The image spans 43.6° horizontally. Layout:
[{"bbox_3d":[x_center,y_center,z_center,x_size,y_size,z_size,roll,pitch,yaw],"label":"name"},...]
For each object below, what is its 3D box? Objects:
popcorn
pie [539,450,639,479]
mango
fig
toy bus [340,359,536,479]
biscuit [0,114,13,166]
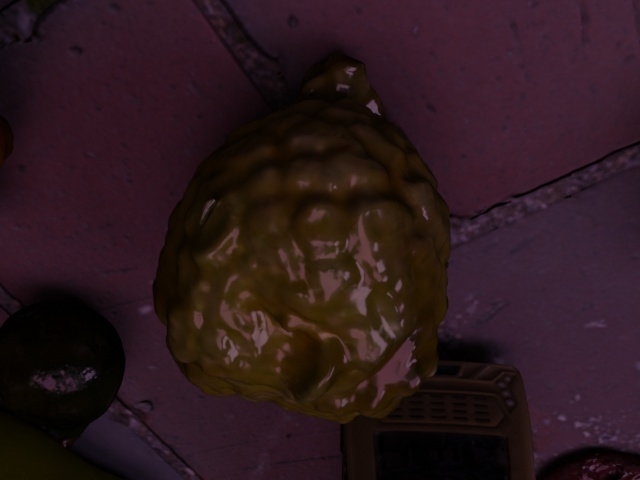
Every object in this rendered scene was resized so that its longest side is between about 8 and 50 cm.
[{"bbox_3d":[0.000,0.000,0.576,0.205,0.252,0.237,9,164,26],"label":"popcorn"},{"bbox_3d":[0.293,0.272,0.827,0.154,0.036,0.155,1,124,2],"label":"pie"},{"bbox_3d":[-0.308,0.268,0.814,0.293,0.143,0.175,29,117,-27],"label":"mango"},{"bbox_3d":[-0.238,0.130,0.736,0.117,0.117,0.177,10,141,-3],"label":"fig"},{"bbox_3d":[0.095,0.292,0.757,0.176,0.202,0.365,1,125,3],"label":"toy bus"},{"bbox_3d":[-0.368,-0.110,0.525,0.312,0.111,0.318,12,151,-2],"label":"biscuit"}]
